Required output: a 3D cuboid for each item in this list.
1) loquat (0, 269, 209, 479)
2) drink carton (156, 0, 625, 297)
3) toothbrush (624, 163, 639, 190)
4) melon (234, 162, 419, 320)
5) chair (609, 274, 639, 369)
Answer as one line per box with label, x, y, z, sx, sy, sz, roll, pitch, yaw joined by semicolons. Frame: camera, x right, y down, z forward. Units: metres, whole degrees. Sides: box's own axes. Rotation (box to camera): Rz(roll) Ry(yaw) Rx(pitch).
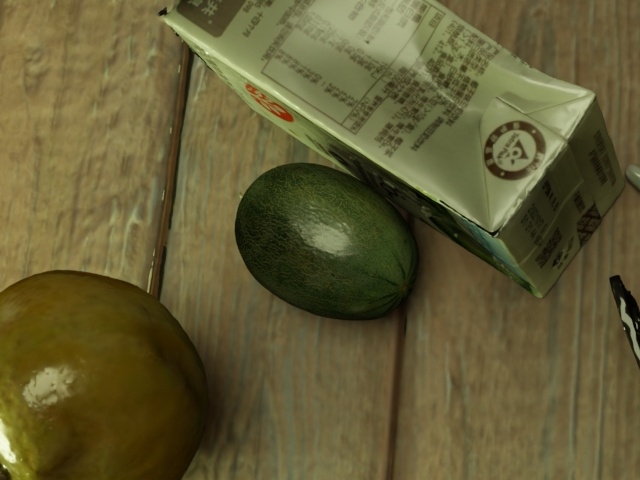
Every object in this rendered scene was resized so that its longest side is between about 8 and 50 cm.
loquat;-0.193;0.126;0.950;0.213;0.213;0.213;-6;72;18
drink carton;0.060;-0.110;0.933;0.324;0.194;0.132;36;90;24
toothbrush;0.321;0.028;0.896;0.024;0.018;0.257;-44;65;-1
melon;0.000;0.000;0.965;0.167;0.114;0.114;27;84;22
chair;0.279;0.127;0.833;0.113;0.106;0.229;-13;71;16
